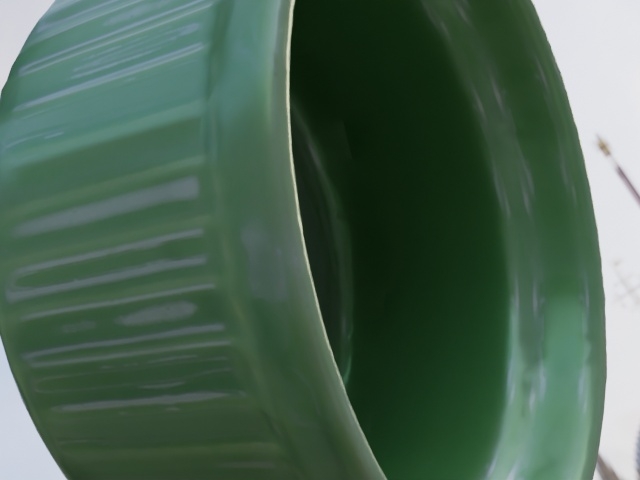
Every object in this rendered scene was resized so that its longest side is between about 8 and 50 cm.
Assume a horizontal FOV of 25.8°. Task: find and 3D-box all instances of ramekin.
[{"bbox_3d":[0.000,0.000,0.594,0.148,0.303,0.303,-11,-22,29],"label":"ramekin"}]
